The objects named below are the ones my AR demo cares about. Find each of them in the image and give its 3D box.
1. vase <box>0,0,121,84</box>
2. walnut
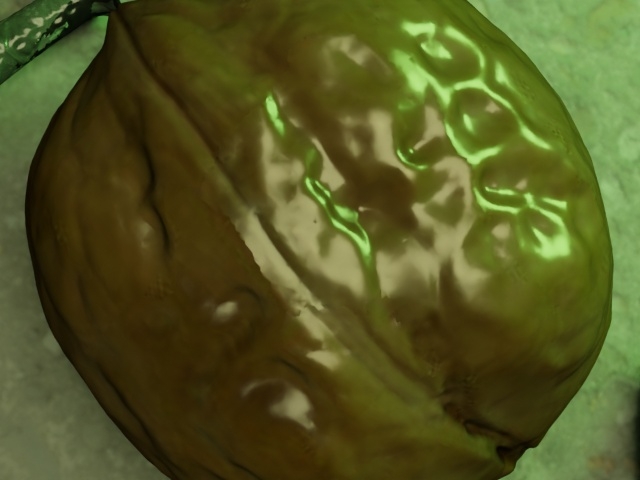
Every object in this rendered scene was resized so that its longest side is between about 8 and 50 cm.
[{"bbox_3d":[-0.223,-0.139,1.041,0.167,0.059,0.059,-37,93,-14],"label":"vase"},{"bbox_3d":[0.000,0.000,0.953,0.354,0.308,0.398,-37,95,-2],"label":"walnut"}]
